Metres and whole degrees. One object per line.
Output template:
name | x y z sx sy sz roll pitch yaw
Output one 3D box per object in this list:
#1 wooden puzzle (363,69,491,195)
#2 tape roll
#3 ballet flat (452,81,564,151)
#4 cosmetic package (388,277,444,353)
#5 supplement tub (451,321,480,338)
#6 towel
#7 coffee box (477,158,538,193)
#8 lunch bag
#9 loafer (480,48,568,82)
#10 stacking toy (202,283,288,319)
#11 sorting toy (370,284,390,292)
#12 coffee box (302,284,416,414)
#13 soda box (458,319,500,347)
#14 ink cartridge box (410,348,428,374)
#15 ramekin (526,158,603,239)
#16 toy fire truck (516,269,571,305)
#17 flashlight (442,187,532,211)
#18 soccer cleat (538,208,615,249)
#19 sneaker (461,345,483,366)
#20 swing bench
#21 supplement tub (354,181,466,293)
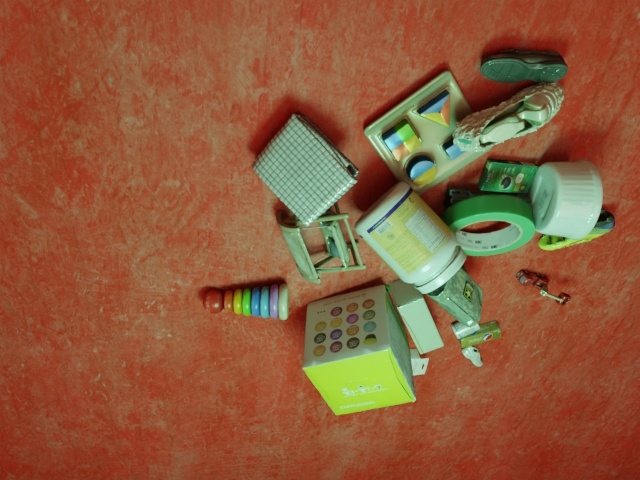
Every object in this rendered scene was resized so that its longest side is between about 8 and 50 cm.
wooden puzzle | 0.363 -0.324 1.540 0.322 0.080 0.348 -34 122 15
tape roll | 0.591 -0.047 1.678 0.321 0.077 0.321 3 152 2
ballet flat | 0.610 -0.371 1.453 0.409 0.147 0.147 -26 125 -6
cosmetic package | 0.397 0.305 1.933 0.113 0.160 0.309 -24 123 10
supplement tub | 0.641 0.383 2.073 0.107 0.071 0.071 -28 123 12
towel | -0.043 -0.225 1.483 0.283 0.121 0.235 45 110 0
coffee box | 0.666 -0.229 1.670 0.184 0.040 0.113 2 124 -9
lunch bag | 0.488 0.169 1.773 0.169 0.287 0.235 -39 120 19
loafer | 0.616 -0.541 1.438 0.268 0.084 0.096 3 155 -5
stacking toy | -0.290 0.236 1.825 0.330 0.141 0.141 1 125 0
sorting toy | 0.242 0.221 1.924 0.102 0.042 0.061 -12 125 1
coffee box | 0.156 0.437 1.857 0.338 0.334 0.338 -17 126 16
soda box | 0.714 0.423 2.119 0.181 0.058 0.061 -16 125 4
ink cartridge box | 0.388 0.562 2.166 0.198 0.067 0.115 1 125 -6
ramekin | 0.826 -0.144 1.617 0.135 0.277 0.277 3 124 0
toy fire truck | 0.921 0.196 1.941 0.192 0.135 0.047 14 122 -17
flashlight | 0.602 -0.126 1.703 0.304 0.103 0.103 1 163 -5
soccer cleat | 1.004 -0.018 1.833 0.289 0.093 0.121 -25 131 10
sneaker | 0.729 0.544 2.208 0.061 0.053 0.152 -42 119 17
swing bench | 0.000 0.000 1.664 0.255 0.165 0.253 -18 125 6
supplement tub | 0.304 -0.008 1.589 0.331 0.241 0.241 46 110 -3
